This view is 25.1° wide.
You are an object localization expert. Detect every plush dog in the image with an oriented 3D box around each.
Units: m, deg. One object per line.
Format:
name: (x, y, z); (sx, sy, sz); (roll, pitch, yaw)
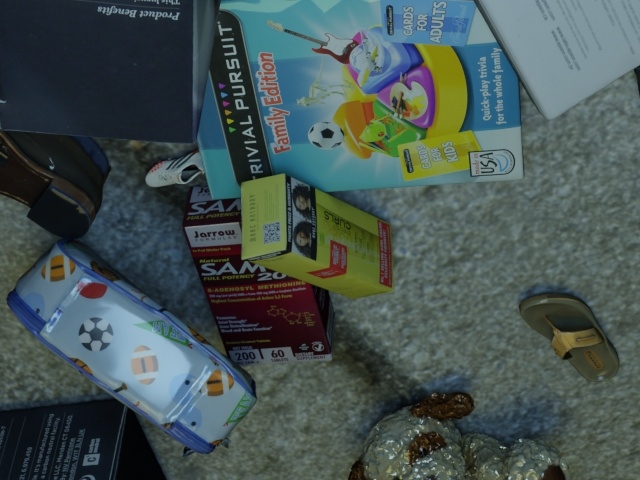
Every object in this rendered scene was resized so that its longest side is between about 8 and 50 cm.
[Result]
plush dog: (0.159, 0.306, 1.864); (0.225, 0.210, 0.262); (40, 97, -12)

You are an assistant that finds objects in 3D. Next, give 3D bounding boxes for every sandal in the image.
sandal: (0.308, 0.124, 1.736); (0.072, 0.049, 0.180); (-26, 127, 26)

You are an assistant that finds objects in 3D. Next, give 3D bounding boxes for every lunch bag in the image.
lunch bag: (-0.203, 0.122, 1.620); (0.303, 0.243, 0.115); (40, 86, -3)

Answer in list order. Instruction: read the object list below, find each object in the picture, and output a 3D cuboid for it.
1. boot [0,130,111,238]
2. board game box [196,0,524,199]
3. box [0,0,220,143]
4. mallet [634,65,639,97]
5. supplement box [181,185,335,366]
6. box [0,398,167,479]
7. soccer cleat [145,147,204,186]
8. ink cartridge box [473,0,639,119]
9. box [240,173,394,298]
boot: (-0.322, -0.103, 1.547); (0.219, 0.106, 0.082); (43, 126, -16)
board game box: (0.033, -0.167, 1.458); (0.336, 0.079, 0.253); (-4, 133, 8)
box: (-0.170, -0.288, 1.210); (0.183, 0.296, 0.294); (5, 135, -1)
mallet: (0.353, -0.111, 1.524); (0.039, 0.062, 0.189); (-11, 117, 12)
supplement box: (-0.067, 0.041, 1.670); (0.130, 0.073, 0.239); (-6, 132, 11)
box: (-0.433, 0.491, 1.974); (0.472, 0.297, 0.479); (-8, 133, 9)
soccer cleat: (-0.160, -0.075, 1.590); (0.083, 0.035, 0.029); (-20, 129, 21)
ink cartridge box: (0.273, -0.305, 1.263); (0.330, 0.071, 0.324); (-33, 135, 5)
box: (0.000, 0.000, 1.543); (0.058, 0.087, 0.232); (-10, 161, 29)
